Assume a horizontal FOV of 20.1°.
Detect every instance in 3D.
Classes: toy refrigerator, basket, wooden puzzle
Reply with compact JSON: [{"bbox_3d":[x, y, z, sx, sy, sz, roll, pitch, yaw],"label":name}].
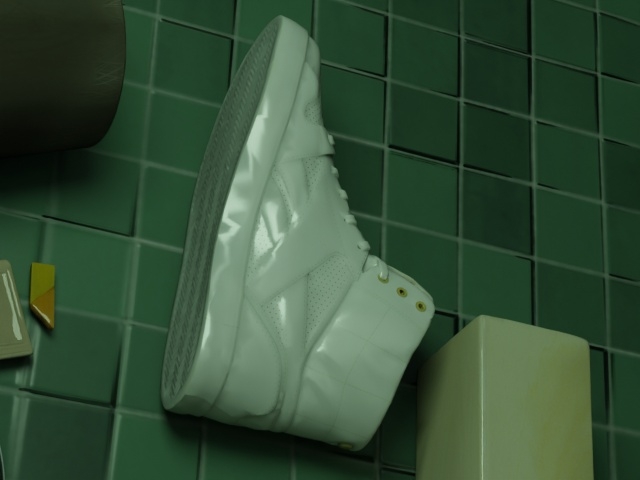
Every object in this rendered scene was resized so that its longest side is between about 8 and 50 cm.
[{"bbox_3d":[0.124,0.196,1.187,0.094,0.102,0.270,14,59,-19],"label":"toy refrigerator"},{"bbox_3d":[-0.253,-0.127,1.156,0.227,0.154,0.204,-1,63,-30],"label":"basket"},{"bbox_3d":[-0.223,0.047,1.156,0.116,0.014,0.079,0,61,-25],"label":"wooden puzzle"}]

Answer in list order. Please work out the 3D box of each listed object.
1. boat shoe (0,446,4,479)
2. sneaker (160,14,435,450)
[{"bbox_3d":[-0.218,0.161,1.055,0.080,0.076,0.229,1,67,-21],"label":"boat shoe"},{"bbox_3d":[0.000,0.000,1.238,0.169,0.108,0.293,18,68,-18],"label":"sneaker"}]
